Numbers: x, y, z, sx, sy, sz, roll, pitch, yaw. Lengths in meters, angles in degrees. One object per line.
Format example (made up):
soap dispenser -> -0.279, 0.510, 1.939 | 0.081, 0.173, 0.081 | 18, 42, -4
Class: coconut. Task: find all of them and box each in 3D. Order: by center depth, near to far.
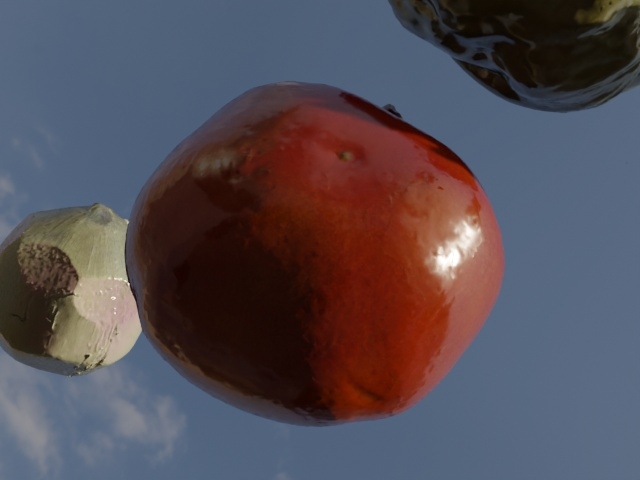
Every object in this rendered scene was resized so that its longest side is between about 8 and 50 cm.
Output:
coconut -> -0.338, 0.059, 1.011 | 0.227, 0.227, 0.230 | 37, -71, 15

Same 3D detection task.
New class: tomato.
tomato -> -0.003, 0.002, 0.497 | 0.259, 0.260, 0.180 | 33, -38, 17

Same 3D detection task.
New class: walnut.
walnut -> 0.206, -0.256, 0.647 | 0.277, 0.282, 0.253 | 29, -36, 42

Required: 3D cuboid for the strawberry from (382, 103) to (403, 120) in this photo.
strawberry -> 0.064, -0.006, 0.721 | 0.178, 0.234, 0.234 | 33, -73, 5
